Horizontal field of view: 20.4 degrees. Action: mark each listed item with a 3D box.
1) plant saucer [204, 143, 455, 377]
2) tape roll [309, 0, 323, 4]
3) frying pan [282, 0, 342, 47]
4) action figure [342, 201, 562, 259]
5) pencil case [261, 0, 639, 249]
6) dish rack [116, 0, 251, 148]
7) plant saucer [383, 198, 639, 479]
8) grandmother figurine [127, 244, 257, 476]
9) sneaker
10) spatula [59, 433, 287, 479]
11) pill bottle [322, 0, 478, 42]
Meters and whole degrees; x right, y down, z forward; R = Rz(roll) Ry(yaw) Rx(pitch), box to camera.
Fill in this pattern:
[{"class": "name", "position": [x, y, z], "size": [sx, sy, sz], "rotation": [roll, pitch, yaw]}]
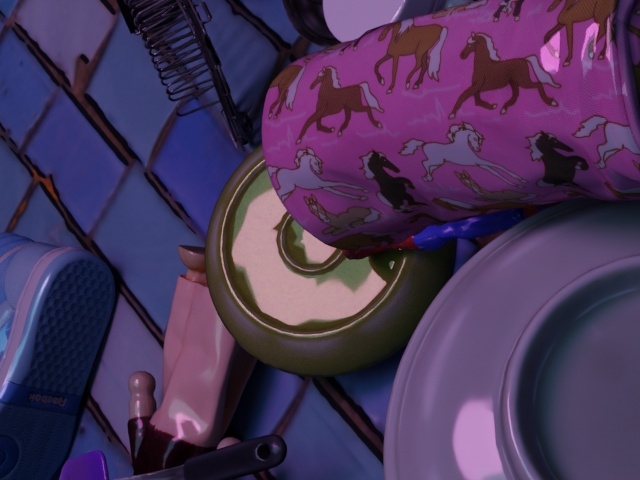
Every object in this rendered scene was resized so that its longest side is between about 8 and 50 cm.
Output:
[{"class": "plant saucer", "position": [0.000, 0.000, 1.581], "size": [0.241, 0.037, 0.241], "rotation": [-6, 75, 20]}, {"class": "tape roll", "position": [0.006, -0.332, 1.639], "size": [0.219, 0.072, 0.219], "rotation": [-14, 70, 42]}, {"class": "frying pan", "position": [0.019, -0.322, 1.706], "size": [0.197, 0.053, 0.326], "rotation": [-43, 50, 28]}, {"class": "action figure", "position": [0.132, -0.037, 1.427], "size": [0.280, 0.139, 0.091], "rotation": [-6, 79, 26]}, {"class": "pencil case", "position": [0.128, -0.087, 1.243], "size": [0.386, 0.167, 0.160], "rotation": [-10, 83, 52]}, {"class": "dish rack", "position": [-0.152, -0.217, 1.758], "size": [0.074, 0.208, 0.271], "rotation": [-26, 56, -3]}, {"class": "plant saucer", "position": [0.233, 0.123, 1.187], "size": [0.400, 0.100, 0.401], "rotation": [-5, 65, 11]}, {"class": "grandmother figurine", "position": [-0.126, 0.186, 1.696], "size": [0.208, 0.104, 0.342], "rotation": [29, 105, 66]}, {"class": "sneaker", "position": [-0.354, 0.139, 1.921], "size": [0.208, 0.127, 0.319], "rotation": [22, 86, 45]}, {"class": "spatula", "position": [-0.143, 0.216, 1.621], "size": [0.296, 0.030, 0.084], "rotation": [-19, 72, 34]}, {"class": "pill bottle", "position": [0.109, -0.181, 1.460], "size": [0.119, 0.208, 0.119], "rotation": [-14, 71, 43]}]
